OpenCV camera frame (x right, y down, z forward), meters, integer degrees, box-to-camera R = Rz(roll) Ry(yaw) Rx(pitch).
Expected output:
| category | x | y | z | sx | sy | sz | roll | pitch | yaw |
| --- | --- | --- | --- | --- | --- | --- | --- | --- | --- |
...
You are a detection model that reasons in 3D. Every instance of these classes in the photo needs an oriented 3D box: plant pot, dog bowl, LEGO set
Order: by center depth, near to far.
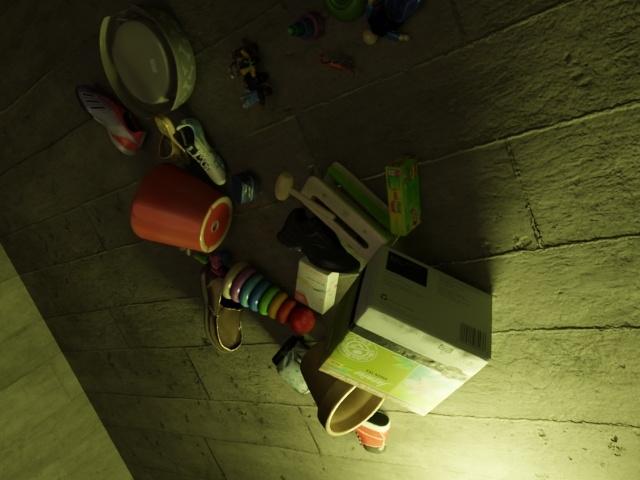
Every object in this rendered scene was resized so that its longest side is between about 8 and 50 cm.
| category | x | y | z | sx | sy | sz | roll | pitch | yaw |
| --- | --- | --- | --- | --- | --- | --- | --- | --- | --- |
| dog bowl | -0.527 | -0.554 | 1.805 | 0.348 | 0.102 | 0.349 | 20 | 127 | 29 |
| plant pot | 0.056 | 0.441 | 1.846 | 0.229 | 0.263 | 0.263 | 41 | 136 | 37 |
| plant pot | -0.439 | -0.091 | 1.912 | 0.243 | 0.275 | 0.275 | 22 | 128 | 15 |
| LEGO set | -0.396 | 0.025 | 2.059 | 0.227 | 0.087 | 0.093 | 28 | 127 | 32 |

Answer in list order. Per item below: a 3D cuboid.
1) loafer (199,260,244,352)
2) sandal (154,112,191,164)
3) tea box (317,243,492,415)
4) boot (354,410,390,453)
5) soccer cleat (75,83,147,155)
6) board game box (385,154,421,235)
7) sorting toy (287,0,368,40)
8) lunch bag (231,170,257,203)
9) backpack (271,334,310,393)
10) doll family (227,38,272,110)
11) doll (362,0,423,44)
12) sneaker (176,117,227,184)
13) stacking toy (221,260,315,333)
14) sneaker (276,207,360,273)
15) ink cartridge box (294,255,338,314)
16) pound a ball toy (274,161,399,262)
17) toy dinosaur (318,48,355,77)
| category | x | y | z | sx | sy | sz | roll | pitch | yaw |
| --- | --- | --- | --- | --- | --- | --- | --- | --- | --- |
| loafer | -0.344 | 0.256 | 2.113 | 0.130 | 0.133 | 0.366 | 10 | 121 | 35 |
| sandal | -0.495 | -0.302 | 1.874 | 0.088 | 0.079 | 0.240 | 33 | 159 | 22 |
| tea box | 0.216 | 0.240 | 1.517 | 0.328 | 0.220 | 0.324 | 25 | 135 | -6 |
| boot | 0.117 | 0.634 | 2.002 | 0.244 | 0.088 | 0.176 | 21 | 128 | 24 |
| soccer cleat | -0.730 | -0.445 | 2.049 | 0.116 | 0.108 | 0.318 | -43 | 83 | 25 |
| board game box | 0.211 | -0.114 | 1.473 | 0.043 | 0.092 | 0.182 | 10 | 121 | 34 |
| sorting toy | 0.043 | -0.567 | 1.318 | 0.365 | 0.126 | 0.127 | -28 | 96 | 44 |
| lunch bag | -0.235 | -0.170 | 1.823 | 0.067 | 0.065 | 0.099 | 42 | 137 | 33 |
| backpack | -0.072 | 0.435 | 2.015 | 0.182 | 0.115 | 0.152 | 43 | 132 | 7 |
| doll family | -0.189 | -0.456 | 1.614 | 0.111 | 0.076 | 0.193 | -11 | 113 | 38 |
| doll | 0.160 | -0.505 | 1.314 | 0.129 | 0.046 | 0.189 | 49 | 136 | -8 |
| sneaker | -0.381 | -0.277 | 1.863 | 0.085 | 0.086 | 0.237 | -23 | 100 | 43 |
| stacking toy | -0.164 | 0.204 | 1.947 | 0.330 | 0.141 | 0.141 | 29 | 130 | 17 |
| sneaker | 0.000 | 0.000 | 1.699 | 0.286 | 0.109 | 0.130 | 30 | 107 | 24 |
| ink cartridge box | -0.010 | 0.115 | 1.806 | 0.115 | 0.067 | 0.198 | 26 | 128 | 25 |
| pound a ball toy | 0.040 | -0.068 | 1.558 | 0.319 | 0.208 | 0.136 | 42 | 134 | 11 |
| toy dinosaur | 0.038 | -0.439 | 1.437 | 0.082 | 0.090 | 0.047 | -6 | 133 | -6 |
